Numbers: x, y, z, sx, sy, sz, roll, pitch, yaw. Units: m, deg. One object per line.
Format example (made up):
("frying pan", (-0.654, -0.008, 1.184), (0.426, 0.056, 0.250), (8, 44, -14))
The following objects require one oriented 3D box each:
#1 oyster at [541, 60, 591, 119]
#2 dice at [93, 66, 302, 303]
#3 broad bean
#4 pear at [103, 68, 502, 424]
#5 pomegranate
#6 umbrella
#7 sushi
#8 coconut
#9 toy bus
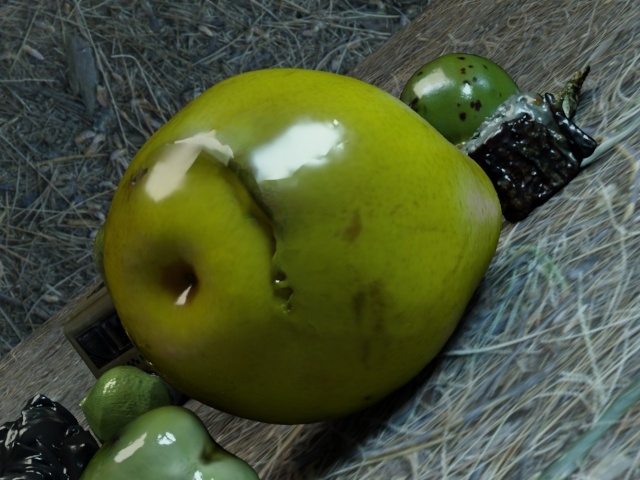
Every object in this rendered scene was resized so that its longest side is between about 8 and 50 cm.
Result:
("oyster", (0.228, -0.127, 1.925), (0.132, 0.029, 0.086), (-50, 7, -38))
("dice", (-0.051, -0.001, 1.816), (0.238, 0.227, 0.233), (-46, 8, -27))
("broad bean", (-0.159, 0.224, 1.464), (0.263, 0.121, 0.189), (-39, 4, 17))
("pear", (-0.012, -0.006, 1.517), (0.285, 0.285, 0.336), (-36, 7, 24))
("pomegranate", (0.141, -0.103, 1.946), (0.129, 0.159, 0.129), (-9, -18, -3))
("umbrella", (-0.278, 0.231, 2.011), (0.122, 0.110, 0.272), (-6, 8, -5))
("sushi", (0.172, -0.074, 1.708), (0.094, 0.084, 0.098), (-44, 6, -13))
("coconut", (-0.195, 0.168, 1.993), (0.088, 0.096, 0.088), (8, -90, -86))
("toy bus", (-0.129, 0.057, 2.071), (0.289, 0.157, 0.139), (-32, 11, 42))
